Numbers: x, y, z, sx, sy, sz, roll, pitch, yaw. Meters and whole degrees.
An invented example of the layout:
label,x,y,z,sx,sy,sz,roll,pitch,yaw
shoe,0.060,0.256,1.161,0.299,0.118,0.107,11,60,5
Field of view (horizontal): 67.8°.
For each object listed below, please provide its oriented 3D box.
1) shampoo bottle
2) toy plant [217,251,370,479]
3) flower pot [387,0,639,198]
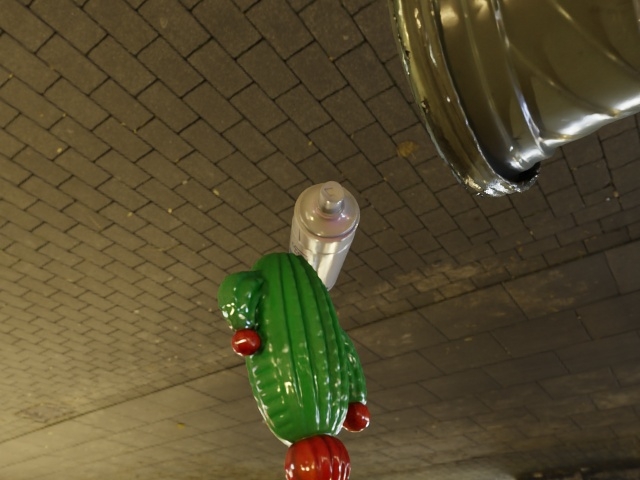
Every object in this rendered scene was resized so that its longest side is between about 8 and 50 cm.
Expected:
label,x,y,z,sx,sy,sz,roll,pitch,yaw
shampoo bottle,0.000,0.000,0.707,0.092,0.092,0.303,4,158,-5
toy plant,-0.012,0.121,0.455,0.088,0.240,0.155,-35,165,26
flower pot,0.158,-0.152,0.340,0.141,0.235,0.235,-10,143,37
